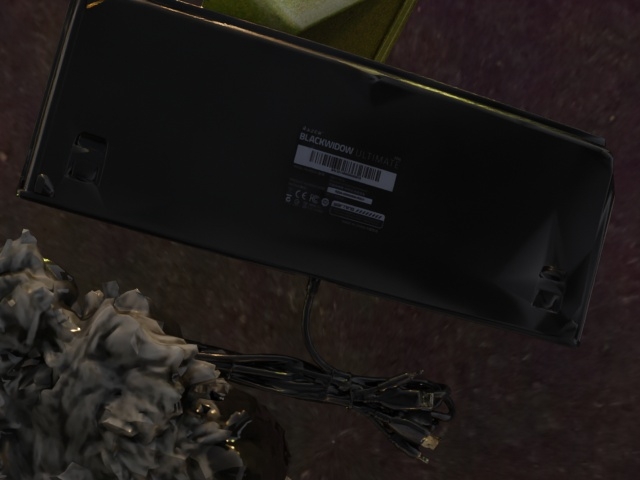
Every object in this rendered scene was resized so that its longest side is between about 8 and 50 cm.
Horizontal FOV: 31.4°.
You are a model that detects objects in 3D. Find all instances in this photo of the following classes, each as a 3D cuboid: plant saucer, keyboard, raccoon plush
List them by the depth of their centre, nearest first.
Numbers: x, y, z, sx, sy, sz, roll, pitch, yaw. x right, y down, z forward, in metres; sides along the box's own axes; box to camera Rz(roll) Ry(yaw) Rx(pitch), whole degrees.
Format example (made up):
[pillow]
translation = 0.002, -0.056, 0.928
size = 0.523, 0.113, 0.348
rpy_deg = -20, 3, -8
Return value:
[raccoon plush]
translation = -0.154, 0.212, 0.428
size = 0.216, 0.446, 0.299
rpy_deg = 17, 51, 7
[keyboard]
translation = 0.000, 0.000, 0.608
size = 0.317, 0.033, 0.201
rpy_deg = 16, 85, -13
[plant saucer]
translation = -0.007, -0.117, 0.704
size = 0.045, 0.188, 0.188
rpy_deg = 45, 50, 14
